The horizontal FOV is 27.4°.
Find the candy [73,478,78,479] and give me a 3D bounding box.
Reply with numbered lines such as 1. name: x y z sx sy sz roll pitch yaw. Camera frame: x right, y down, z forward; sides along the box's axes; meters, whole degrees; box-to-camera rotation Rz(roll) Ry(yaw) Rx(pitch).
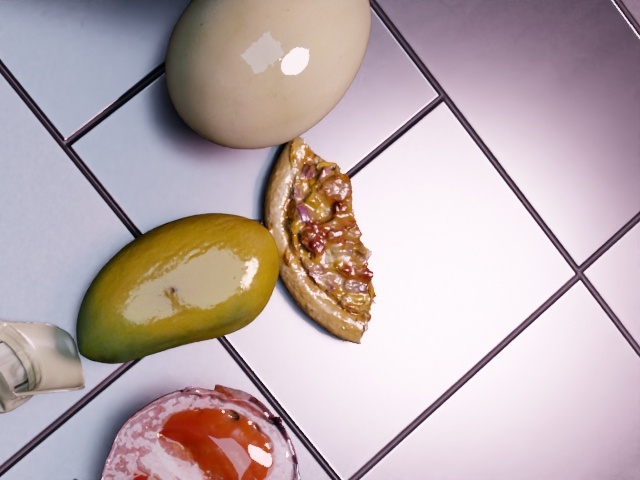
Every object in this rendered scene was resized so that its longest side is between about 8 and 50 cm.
1. candy: -0.278 0.351 1.418 0.055 0.049 0.185 18 75 -43

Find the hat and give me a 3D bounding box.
1. hat: -0.335 0.129 1.401 0.166 0.081 0.122 2 47 -29

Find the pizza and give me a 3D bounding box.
1. pizza: 0.002 0.000 1.492 0.127 0.058 0.247 -6 91 -15

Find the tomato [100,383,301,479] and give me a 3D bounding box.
1. tomato: -0.138 0.264 1.417 0.199 0.112 0.228 40 79 -2

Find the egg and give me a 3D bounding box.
1. egg: -0.052 -0.208 1.422 0.253 0.188 0.189 -41 97 -22

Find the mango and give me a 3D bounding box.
1. mango: -0.158 0.048 1.432 0.237 0.091 0.137 -14 88 -14
